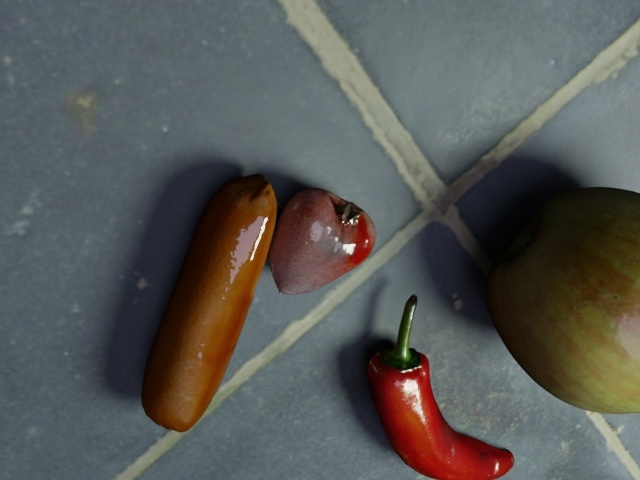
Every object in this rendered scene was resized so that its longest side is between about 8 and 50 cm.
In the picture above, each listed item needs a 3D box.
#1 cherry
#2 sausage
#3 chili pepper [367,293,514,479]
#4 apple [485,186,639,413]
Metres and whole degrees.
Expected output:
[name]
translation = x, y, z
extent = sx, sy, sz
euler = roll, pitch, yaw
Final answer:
[cherry]
translation = -0.004, -0.005, 0.625
extent = 0.126, 0.087, 0.106
euler = -28, 125, 15
[sausage]
translation = -0.119, 0.069, 0.615
extent = 0.083, 0.089, 0.300
euler = 17, 105, -16
[chili pepper]
translation = 0.148, 0.234, 0.778
extent = 0.137, 0.092, 0.368
euler = -46, 125, -18
[apple]
translation = 0.323, 0.064, 0.677
extent = 0.234, 0.257, 0.257
euler = 35, 98, 7
